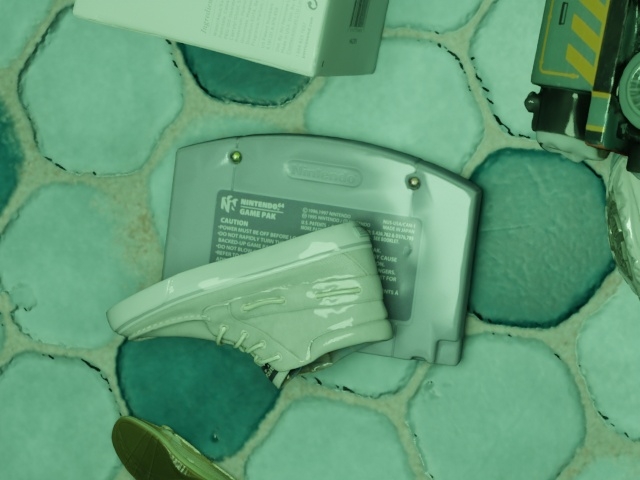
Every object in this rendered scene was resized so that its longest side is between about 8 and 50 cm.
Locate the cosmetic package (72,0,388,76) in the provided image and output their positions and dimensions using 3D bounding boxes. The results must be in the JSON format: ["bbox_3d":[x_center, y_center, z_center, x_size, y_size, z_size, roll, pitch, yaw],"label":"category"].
[{"bbox_3d":[-0.068,-0.237,1.781,0.225,0.224,0.138,14,98,13],"label":"cosmetic package"}]

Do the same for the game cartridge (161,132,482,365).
[{"bbox_3d":[0.000,0.000,1.873,0.294,0.060,0.196,9,100,14],"label":"game cartridge"}]

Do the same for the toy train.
[{"bbox_3d":[0.281,-0.218,1.722,0.190,0.142,0.334,12,94,37],"label":"toy train"}]

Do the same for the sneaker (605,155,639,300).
[{"bbox_3d":[0.330,0.025,1.781,0.115,0.090,0.232,-19,87,-4],"label":"sneaker"}]

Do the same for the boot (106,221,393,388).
[{"bbox_3d":[-0.064,0.078,1.819,0.258,0.095,0.123,-19,83,14],"label":"boot"}]

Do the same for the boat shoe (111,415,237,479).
[{"bbox_3d":[-0.135,0.220,1.936,0.153,0.048,0.056,31,114,17],"label":"boat shoe"}]
